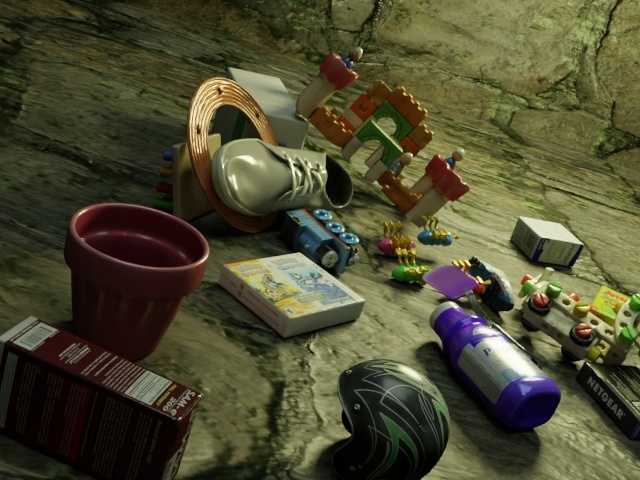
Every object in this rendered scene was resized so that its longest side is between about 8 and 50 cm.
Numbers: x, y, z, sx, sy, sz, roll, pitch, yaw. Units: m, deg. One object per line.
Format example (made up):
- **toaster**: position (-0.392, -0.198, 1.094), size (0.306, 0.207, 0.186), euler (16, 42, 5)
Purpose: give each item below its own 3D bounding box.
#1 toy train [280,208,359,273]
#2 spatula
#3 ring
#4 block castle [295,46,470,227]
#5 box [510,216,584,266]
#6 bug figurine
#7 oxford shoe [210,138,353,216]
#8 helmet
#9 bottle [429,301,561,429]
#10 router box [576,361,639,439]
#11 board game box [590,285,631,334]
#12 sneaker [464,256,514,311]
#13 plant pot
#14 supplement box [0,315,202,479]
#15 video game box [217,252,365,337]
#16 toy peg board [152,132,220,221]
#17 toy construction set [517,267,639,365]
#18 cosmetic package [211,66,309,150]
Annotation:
- **toy train**: position (0.000, 0.000, 1.728), size (0.105, 0.080, 0.184), euler (-11, 39, -35)
- **spatula**: position (0.326, 0.151, 1.632), size (0.084, 0.030, 0.296), euler (-28, 62, -28)
- **ring**: position (-0.181, -0.179, 1.752), size (0.032, 0.336, 0.337), euler (-12, 9, 28)
- **block castle**: position (0.162, -0.267, 2.031), size (0.453, 0.213, 0.303), euler (43, 11, -6)
- **box**: position (0.592, 0.003, 2.172), size (0.137, 0.072, 0.126), euler (9, 25, -21)
- **bug figurine**: position (0.241, 0.040, 1.822), size (0.216, 0.072, 0.279), euler (4, 31, -17)
- **oxford shoe**: position (-0.069, -0.133, 1.769), size (0.130, 0.169, 0.449), euler (-8, -7, 31)
- **helmet**: position (0.093, 0.246, 1.133), size (0.170, 0.161, 0.169), euler (16, 23, -7)
- **bottle**: position (0.292, 0.210, 1.454), size (0.118, 0.092, 0.283), euler (3, 27, -30)
- **router box**: position (0.582, 0.297, 1.541), size (0.133, 0.046, 0.179), euler (8, 25, -22)
- **board game box**: position (0.669, 0.165, 1.905), size (0.092, 0.043, 0.181), euler (27, 24, 19)
- **sneaker**: position (0.391, 0.097, 1.818), size (0.083, 0.071, 0.190), euler (16, 23, -22)
- **plant pot**: position (-0.283, 0.068, 1.220), size (0.202, 0.180, 0.201), euler (17, 23, -7)
- **supplement box**: position (-0.275, 0.201, 0.993), size (0.240, 0.130, 0.073), euler (23, 23, 8)
- **video game box**: position (-0.051, 0.094, 1.513), size (0.187, 0.048, 0.205), euler (32, 26, 34)
- **toy peg board**: position (-0.282, -0.134, 1.720), size (0.079, 0.160, 0.161), euler (9, 19, 22)
- **toy construction set**: position (0.537, 0.148, 1.706), size (0.215, 0.151, 0.328), euler (-33, 44, -32)
- **cosmetic package**: position (-0.159, -0.282, 2.079), size (0.155, 0.196, 0.365), euler (9, 23, -21)
